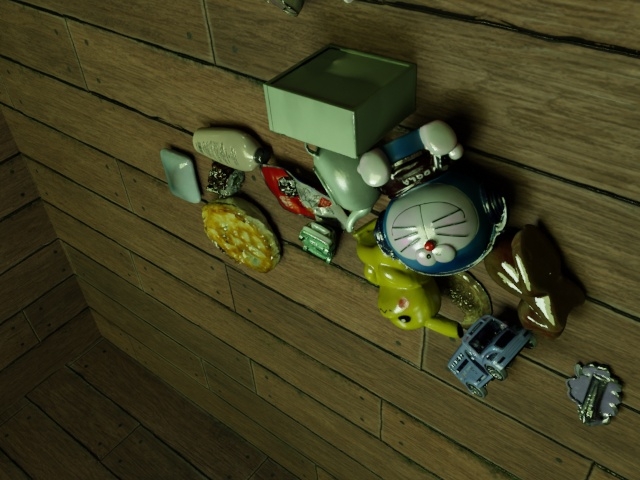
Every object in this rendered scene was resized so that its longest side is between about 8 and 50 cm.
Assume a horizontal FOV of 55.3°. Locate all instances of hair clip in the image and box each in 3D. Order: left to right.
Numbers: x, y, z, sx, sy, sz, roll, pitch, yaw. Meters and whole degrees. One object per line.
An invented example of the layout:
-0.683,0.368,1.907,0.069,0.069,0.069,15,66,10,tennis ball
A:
0.629,0.359,1.416,0.124,0.052,0.195,16,129,29,hair clip

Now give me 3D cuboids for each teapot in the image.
0.056,-0.155,1.411,0.294,0.129,0.193,57,-178,-35,teapot

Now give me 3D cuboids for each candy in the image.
-0.458,-0.210,1.999,0.138,0.071,0.174,24,138,30,candy

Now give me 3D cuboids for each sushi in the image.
-0.281,-0.186,1.812,0.084,0.098,0.094,30,136,20,sushi

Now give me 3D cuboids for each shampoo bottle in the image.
-0.248,-0.260,1.724,0.257,0.078,0.127,21,134,33,shampoo bottle

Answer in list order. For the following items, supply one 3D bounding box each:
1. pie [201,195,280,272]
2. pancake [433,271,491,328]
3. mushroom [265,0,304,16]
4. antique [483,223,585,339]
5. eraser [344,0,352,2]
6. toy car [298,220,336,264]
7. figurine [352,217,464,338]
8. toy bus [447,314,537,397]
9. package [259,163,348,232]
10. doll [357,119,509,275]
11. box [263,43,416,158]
-0.248,-0.021,1.951,0.315,0.092,0.315,29,145,22,pie
0.341,0.139,1.535,0.190,0.020,0.184,33,143,22,pancake
-0.101,-0.552,1.266,0.188,0.141,0.117,37,110,10,mushroom
0.444,0.093,1.299,0.257,0.121,0.143,54,152,-8,antique
0.072,-0.515,1.189,0.065,0.026,0.105,53,144,-12,eraser
0.000,0.000,1.682,0.090,0.076,0.224,27,171,9,toy car
0.201,0.095,1.496,0.218,0.169,0.326,6,115,63,figurine
0.397,0.269,1.455,0.133,0.125,0.292,42,162,18,toy bus
-0.036,-0.114,1.657,0.269,0.071,0.194,26,146,37,package
0.231,-0.074,1.269,0.284,0.240,0.309,-23,95,26,doll
0.044,-0.288,1.262,0.225,0.225,0.117,24,139,30,box
